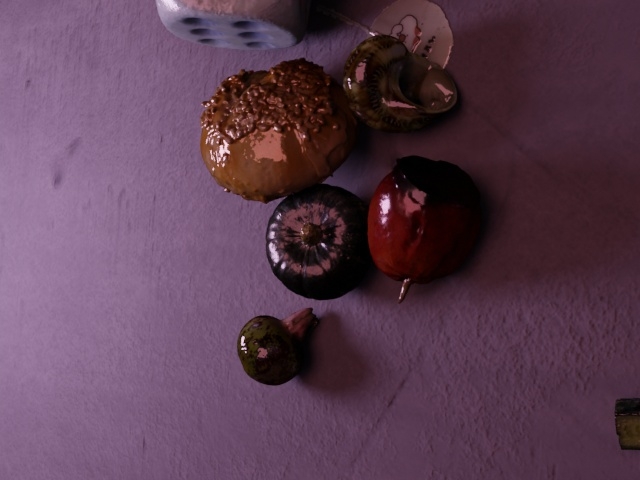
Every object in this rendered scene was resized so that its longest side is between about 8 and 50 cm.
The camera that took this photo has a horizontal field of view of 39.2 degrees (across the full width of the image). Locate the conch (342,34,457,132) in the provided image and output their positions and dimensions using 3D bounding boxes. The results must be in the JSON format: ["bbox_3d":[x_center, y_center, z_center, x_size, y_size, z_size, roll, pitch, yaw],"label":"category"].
[{"bbox_3d":[0.128,-0.273,1.567,0.124,0.187,0.182,129,132,-66],"label":"conch"}]

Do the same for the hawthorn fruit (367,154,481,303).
[{"bbox_3d":[0.168,-0.014,1.486,0.189,0.189,0.251,15,107,35],"label":"hawthorn fruit"}]

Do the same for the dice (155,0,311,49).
[{"bbox_3d":[-0.152,-0.505,1.659,0.264,0.268,0.263,5,91,3],"label":"dice"}]

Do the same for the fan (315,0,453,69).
[{"bbox_3d":[0.105,-0.383,1.670,0.329,0.009,0.191,36,105,32],"label":"fan"}]

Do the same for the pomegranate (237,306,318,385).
[{"bbox_3d":[-0.076,0.197,1.675,0.138,0.163,0.126,47,150,45],"label":"pomegranate"}]

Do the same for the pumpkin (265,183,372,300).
[{"bbox_3d":[-0.001,0.002,1.610,0.211,0.152,0.212,-1,88,30],"label":"pumpkin"}]

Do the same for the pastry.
[{"bbox_3d":[-0.087,-0.213,1.625,0.315,0.184,0.284,20,58,44],"label":"pastry"}]

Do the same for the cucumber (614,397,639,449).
[{"bbox_3d":[0.529,0.258,1.271,0.211,0.062,0.078,-5,115,29],"label":"cucumber"}]
